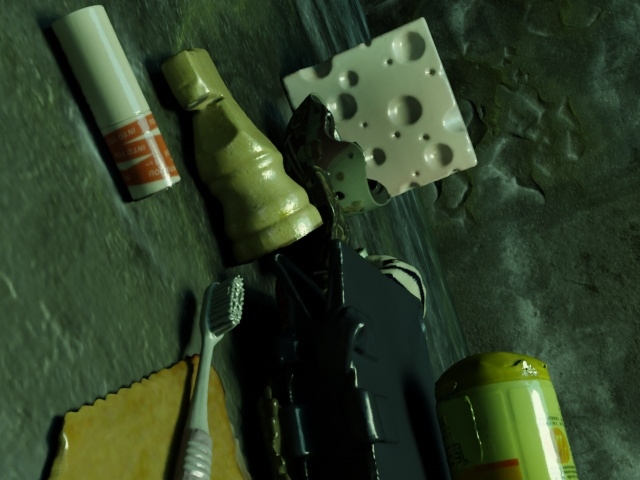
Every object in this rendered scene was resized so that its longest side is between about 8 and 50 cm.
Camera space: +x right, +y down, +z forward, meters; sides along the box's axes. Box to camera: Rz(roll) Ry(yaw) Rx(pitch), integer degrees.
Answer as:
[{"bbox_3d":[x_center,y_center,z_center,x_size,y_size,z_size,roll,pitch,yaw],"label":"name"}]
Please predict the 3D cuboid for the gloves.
[{"bbox_3d":[0.088,0.084,0.969,0.218,0.131,0.140,-29,101,-69],"label":"gloves"}]

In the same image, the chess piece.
[{"bbox_3d":[-0.081,-0.084,0.655,0.201,0.090,0.090,63,14,-4],"label":"chess piece"}]

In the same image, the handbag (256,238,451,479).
[{"bbox_3d":[0.045,0.181,0.674,0.329,0.121,0.304,39,38,-66],"label":"handbag"}]

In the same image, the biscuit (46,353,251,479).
[{"bbox_3d":[-0.077,0.193,0.412,0.237,0.013,0.232,-4,76,-76],"label":"biscuit"}]

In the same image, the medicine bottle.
[{"bbox_3d":[0.180,0.223,0.667,0.124,0.124,0.239,44,33,-62],"label":"medicine bottle"}]

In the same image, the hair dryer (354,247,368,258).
[{"bbox_3d":[0.066,0.033,1.155,0.124,0.037,0.063,-83,151,-73],"label":"hair dryer"}]

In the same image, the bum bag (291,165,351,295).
[{"bbox_3d":[0.001,0.001,0.796,0.248,0.069,0.102,83,-11,-76],"label":"bum bag"}]

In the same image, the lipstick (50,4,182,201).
[{"bbox_3d":[-0.141,-0.093,0.495,0.038,0.038,0.131,-64,133,-71],"label":"lipstick"}]

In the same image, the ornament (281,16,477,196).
[{"bbox_3d":[0.108,-0.203,1.191,0.239,0.239,0.240,-44,113,-75],"label":"ornament"}]

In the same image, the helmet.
[{"bbox_3d":[0.005,-0.099,0.945,0.177,0.107,0.153,57,8,31],"label":"helmet"}]

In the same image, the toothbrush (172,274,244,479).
[{"bbox_3d":[-0.071,0.142,0.411,0.024,0.029,0.354,45,26,-30],"label":"toothbrush"}]
